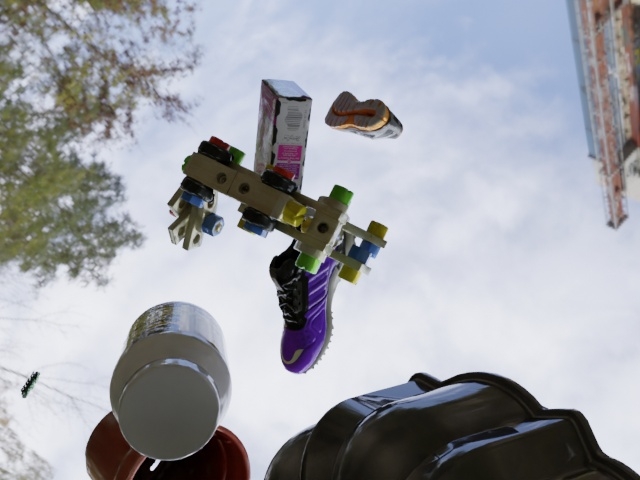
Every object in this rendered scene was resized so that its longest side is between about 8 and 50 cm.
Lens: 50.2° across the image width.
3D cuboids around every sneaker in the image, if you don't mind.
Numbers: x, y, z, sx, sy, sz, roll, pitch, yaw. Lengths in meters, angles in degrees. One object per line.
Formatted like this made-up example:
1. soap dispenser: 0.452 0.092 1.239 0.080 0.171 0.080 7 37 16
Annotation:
1. sneaker: -0.043 0.092 1.241 0.102 0.146 0.293 8 -100 45
2. sneaker: 0.083 -0.244 1.387 0.215 0.083 0.084 33 -86 55

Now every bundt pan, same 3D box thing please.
1. bundt pan: 0.050 0.242 0.403 0.331 0.124 0.331 -13 -106 52

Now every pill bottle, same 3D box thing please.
1. pill bottle: -0.241 0.221 1.118 0.188 0.188 0.334 -38 -168 -4

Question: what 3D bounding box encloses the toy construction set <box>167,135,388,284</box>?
1. toy construction set: -0.079 -0.042 0.954 0.328 0.215 0.151 10 -96 19

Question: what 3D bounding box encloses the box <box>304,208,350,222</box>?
1. box: 0.000 0.000 1.846 0.130 0.091 0.170 4 -106 16

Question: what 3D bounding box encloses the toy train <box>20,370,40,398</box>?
1. toy train: -0.593 0.295 1.396 0.017 0.023 0.083 12 -162 -7

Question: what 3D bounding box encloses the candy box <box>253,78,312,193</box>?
1. candy box: -0.080 -0.181 1.327 0.071 0.233 0.159 0 -156 -16

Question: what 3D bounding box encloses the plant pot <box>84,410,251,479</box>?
1. plant pot: -0.325 0.454 1.354 0.265 0.272 0.272 10 -122 50
